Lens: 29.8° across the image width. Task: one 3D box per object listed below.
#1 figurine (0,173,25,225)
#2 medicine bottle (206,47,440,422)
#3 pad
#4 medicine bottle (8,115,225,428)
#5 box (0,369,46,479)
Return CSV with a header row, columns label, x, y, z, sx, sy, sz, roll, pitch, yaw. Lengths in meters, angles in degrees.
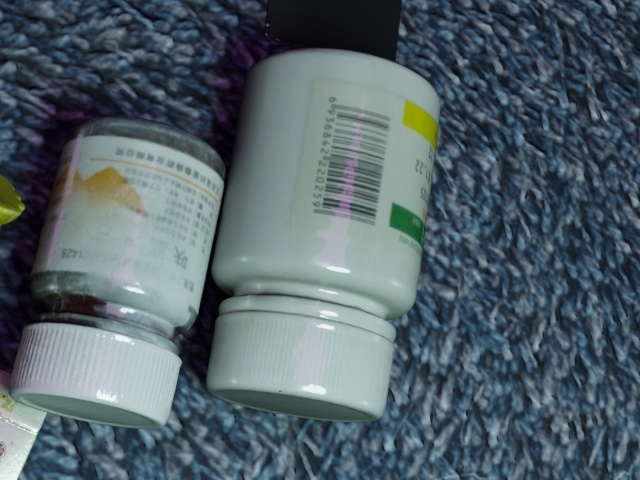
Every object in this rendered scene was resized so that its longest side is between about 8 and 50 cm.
label,x,y,z,sx,sy,sz,roll,pitch,yaw
figurine,-0.418,0.046,1.028,0.187,0.168,0.315,35,96,-9
medicine bottle,0.000,0.000,1.206,0.208,0.208,0.340,13,75,-16
pad,0.023,-0.329,1.396,0.163,0.004,0.243,10,76,-17
medicine bottle,-0.192,0.032,1.151,0.165,0.165,0.273,15,70,-15
box,-0.328,0.205,1.146,0.090,0.024,0.167,25,70,-14
